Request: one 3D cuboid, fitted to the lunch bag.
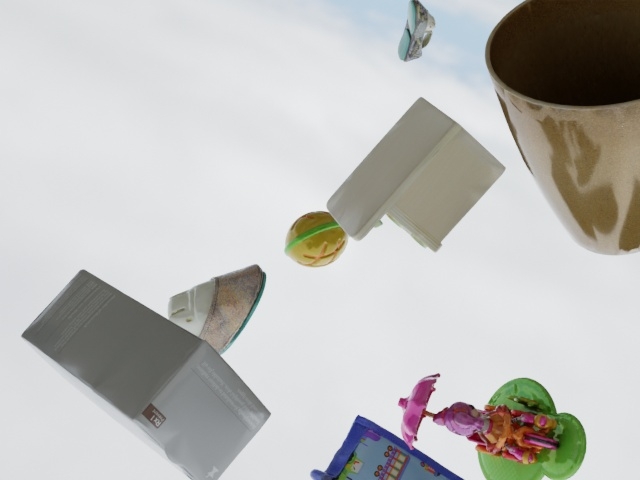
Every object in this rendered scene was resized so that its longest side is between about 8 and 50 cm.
[{"bbox_3d":[0.097,0.401,1.557,0.293,0.221,0.138,38,164,-26],"label":"lunch bag"}]

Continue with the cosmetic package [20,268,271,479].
[{"bbox_3d":[-0.172,0.128,1.068,0.238,0.107,0.127,20,154,45],"label":"cosmetic package"}]

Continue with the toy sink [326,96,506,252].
[{"bbox_3d":[0.147,-0.080,1.722,0.131,0.234,0.153,39,-174,-27],"label":"toy sink"}]

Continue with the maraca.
[{"bbox_3d":[0.000,0.000,2.030,0.099,0.127,0.185,69,-167,12],"label":"maraca"}]

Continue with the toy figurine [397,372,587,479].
[{"bbox_3d":[0.163,0.196,1.167,0.159,0.130,0.173,17,173,-29],"label":"toy figurine"}]

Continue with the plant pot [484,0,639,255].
[{"bbox_3d":[0.313,-0.115,1.196,0.237,0.254,0.237,-10,-138,10],"label":"plant pot"}]

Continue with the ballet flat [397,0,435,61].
[{"bbox_3d":[0.124,-0.268,1.403,0.041,0.114,0.041,2,-116,-4],"label":"ballet flat"}]

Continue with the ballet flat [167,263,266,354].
[{"bbox_3d":[-0.189,0.135,1.636,0.106,0.316,0.108,20,-140,-19],"label":"ballet flat"}]
